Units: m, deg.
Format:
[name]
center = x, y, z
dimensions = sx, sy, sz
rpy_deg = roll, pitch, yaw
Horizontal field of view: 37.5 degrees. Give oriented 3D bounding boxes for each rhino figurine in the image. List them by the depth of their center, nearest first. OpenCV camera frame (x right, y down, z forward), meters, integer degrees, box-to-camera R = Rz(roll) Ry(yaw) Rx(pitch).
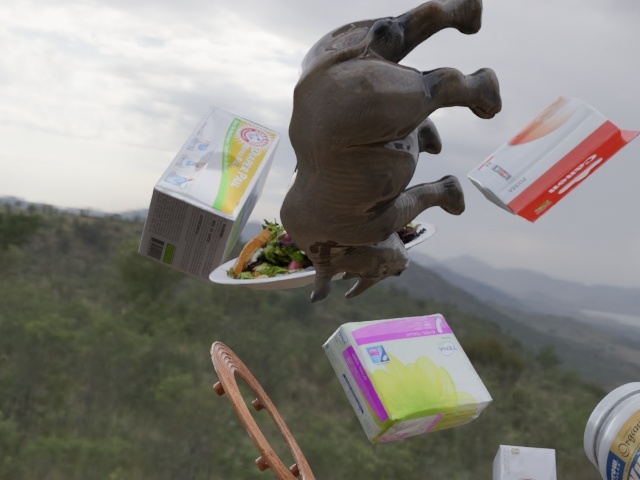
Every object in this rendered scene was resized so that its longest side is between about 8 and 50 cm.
[rhino figurine]
center = 0.028, -0.035, 0.558
dimensions = 0.106, 0.073, 0.243
rpy_deg = -14, -33, -15

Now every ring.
[ring]
center = -0.098, 0.320, 1.600
dimensions = 0.032, 0.336, 0.336
rpy_deg = -34, -3, 0

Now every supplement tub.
[supplement tub]
center = 0.414, 0.262, 1.083
dimensions = 0.144, 0.144, 0.200
rpy_deg = 8, 15, -27

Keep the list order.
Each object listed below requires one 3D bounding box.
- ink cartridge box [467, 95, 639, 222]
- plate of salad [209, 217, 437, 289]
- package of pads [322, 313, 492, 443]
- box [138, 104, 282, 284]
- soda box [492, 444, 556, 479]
[ink cartridge box]
center = 0.242, -0.091, 1.009
dimensions = 0.045, 0.145, 0.179
rpy_deg = 49, 3, -9
[plate of salad]
center = 0.000, 0.000, 0.811
dimensions = 0.200, 0.048, 0.200
rpy_deg = -12, 8, 2
[package of pads]
center = 0.177, 0.267, 1.854
dimensions = 0.296, 0.229, 0.101
rpy_deg = -3, -37, -40
[box]
center = -0.136, -0.062, 1.188
dimensions = 0.103, 0.114, 0.203
rpy_deg = 22, 39, 0
[soda box]
center = 0.257, 0.370, 1.183
dimensions = 0.074, 0.216, 0.069
rpy_deg = 5, -36, 3
